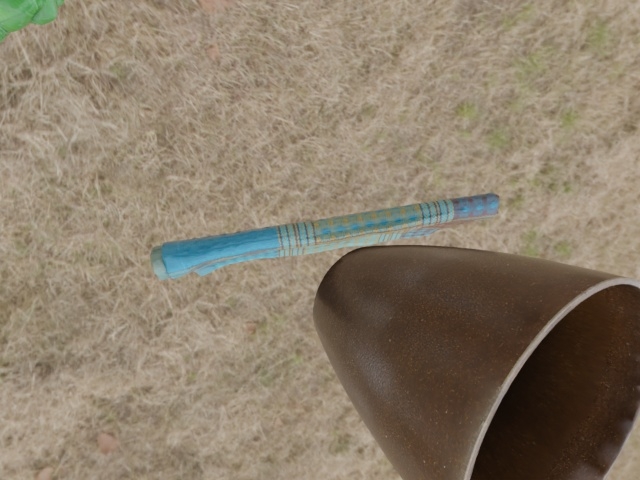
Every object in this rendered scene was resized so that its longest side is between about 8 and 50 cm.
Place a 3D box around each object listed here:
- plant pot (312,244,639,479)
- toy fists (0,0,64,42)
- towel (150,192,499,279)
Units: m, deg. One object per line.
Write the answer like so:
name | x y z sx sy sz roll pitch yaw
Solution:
plant pot | 0.100 0.090 0.453 0.215 0.230 0.215 -15 117 -32
toy fists | -0.500 -0.406 0.903 0.142 0.279 0.096 -42 135 -7
towel | 0.000 0.000 0.697 0.370 0.271 0.040 -9 88 -4
